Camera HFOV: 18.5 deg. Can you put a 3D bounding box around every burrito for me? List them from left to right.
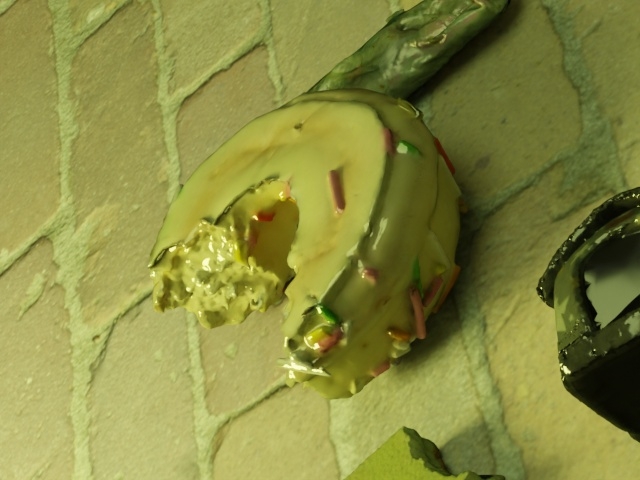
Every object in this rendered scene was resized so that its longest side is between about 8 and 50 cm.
[{"bbox_3d":[0.083,-0.193,2.116,0.309,0.066,0.096,-40,39,23],"label":"burrito"}]

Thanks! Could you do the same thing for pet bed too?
[{"bbox_3d":[0.292,0.052,1.525,0.183,0.211,0.159,-33,41,31],"label":"pet bed"}]

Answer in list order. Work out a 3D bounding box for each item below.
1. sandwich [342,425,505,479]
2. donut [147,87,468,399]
[{"bbox_3d":[0.041,0.267,1.768,0.245,0.063,0.212,5,61,50],"label":"sandwich"},{"bbox_3d":[0.000,-0.008,1.974,0.307,0.150,0.371,-57,35,-7],"label":"donut"}]
